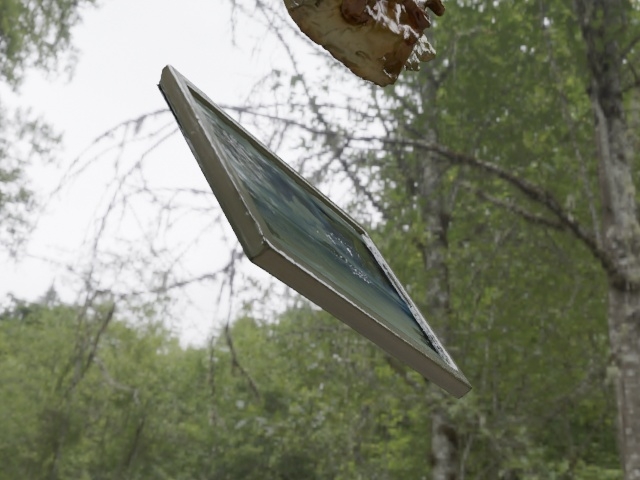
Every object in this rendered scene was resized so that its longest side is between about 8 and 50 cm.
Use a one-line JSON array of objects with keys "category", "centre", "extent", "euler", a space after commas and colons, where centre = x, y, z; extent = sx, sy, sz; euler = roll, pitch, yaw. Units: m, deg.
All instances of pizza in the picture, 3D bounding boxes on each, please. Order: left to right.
[{"category": "pizza", "centre": [0.032, -0.206, 0.665], "extent": [0.074, 0.365, 0.182], "euler": [-35, -81, 19]}]

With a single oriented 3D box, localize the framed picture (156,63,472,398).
[{"category": "framed picture", "centre": [0.000, 0.000, 0.737], "extent": [0.024, 0.232, 0.315], "euler": [-42, -42, 11]}]
